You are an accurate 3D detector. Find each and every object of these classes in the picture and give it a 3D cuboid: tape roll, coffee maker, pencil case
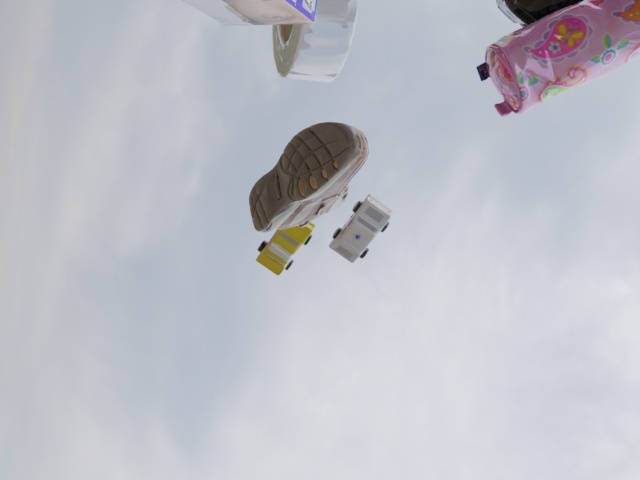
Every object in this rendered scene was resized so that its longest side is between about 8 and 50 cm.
[{"bbox_3d":[-0.016,-0.453,1.280,0.286,0.100,0.287,-179,-90,-74],"label":"tape roll"},{"bbox_3d":[0.348,-0.415,1.114,0.178,0.171,0.120,-58,164,-71],"label":"coffee maker"},{"bbox_3d":[0.386,-0.289,0.988,0.284,0.124,0.124,-25,-129,3],"label":"pencil case"}]

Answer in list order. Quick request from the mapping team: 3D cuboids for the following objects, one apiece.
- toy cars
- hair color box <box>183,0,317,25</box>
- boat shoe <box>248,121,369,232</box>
[{"bbox_3d":[0.000,0.000,1.720,0.087,0.393,0.177,-68,144,-64],"label":"toy cars"},{"bbox_3d":[-0.153,-0.415,0.957,0.185,0.338,0.110,8,-87,26],"label":"hair color box"},{"bbox_3d":[-0.009,-0.105,1.148,0.324,0.116,0.123,-29,-116,53],"label":"boat shoe"}]
